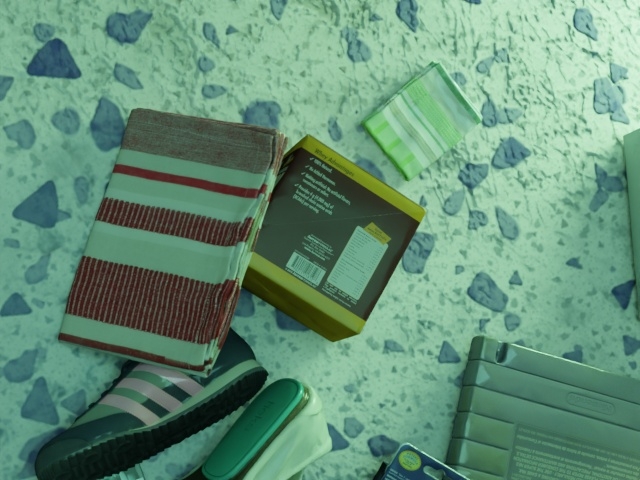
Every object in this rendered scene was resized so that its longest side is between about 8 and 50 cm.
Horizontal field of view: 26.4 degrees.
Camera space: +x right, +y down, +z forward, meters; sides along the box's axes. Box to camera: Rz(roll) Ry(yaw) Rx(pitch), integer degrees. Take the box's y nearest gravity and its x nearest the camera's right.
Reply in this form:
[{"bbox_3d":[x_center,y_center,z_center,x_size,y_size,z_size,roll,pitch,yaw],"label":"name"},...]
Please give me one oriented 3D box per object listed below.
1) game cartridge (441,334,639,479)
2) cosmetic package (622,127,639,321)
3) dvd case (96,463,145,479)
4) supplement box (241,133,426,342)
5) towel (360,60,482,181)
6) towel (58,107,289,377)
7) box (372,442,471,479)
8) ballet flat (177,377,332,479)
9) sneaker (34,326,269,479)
[{"bbox_3d":[0.354,0.287,1.905,0.355,0.068,0.230,17,81,-13],"label":"game cartridge"},{"bbox_3d":[0.645,-0.027,2.018,0.377,0.097,0.284,0,83,-16],"label":"cosmetic package"},{"bbox_3d":[-0.286,0.308,1.738,0.119,0.013,0.087,-21,87,-17],"label":"dvd case"},{"bbox_3d":[0.000,0.000,1.810,0.191,0.129,0.194,32,74,-9],"label":"supplement box"},{"bbox_3d":[0.146,-0.171,1.936,0.152,0.023,0.113,-41,93,-18],"label":"towel"},{"bbox_3d":[-0.193,-0.006,1.736,0.237,0.037,0.329,10,75,26],"label":"towel"},{"bbox_3d":[0.104,0.391,1.804,0.136,0.036,0.225,32,88,-9],"label":"box"},{"bbox_3d":[-0.133,0.345,1.726,0.400,0.139,0.139,-41,94,-19],"label":"ballet flat"},{"bbox_3d":[-0.232,0.200,1.731,0.319,0.112,0.131,-24,63,-25],"label":"sneaker"}]
